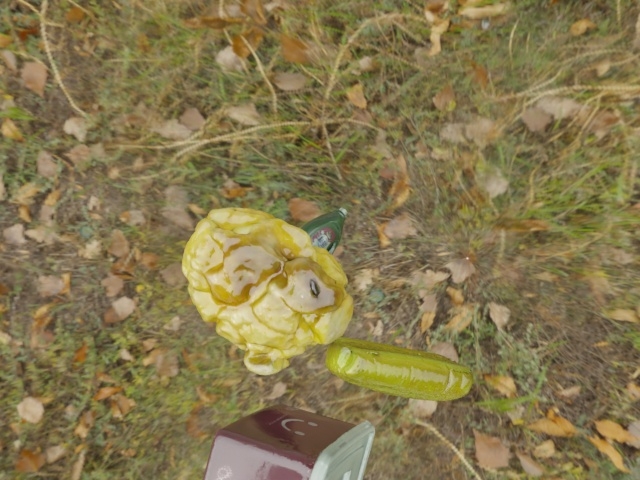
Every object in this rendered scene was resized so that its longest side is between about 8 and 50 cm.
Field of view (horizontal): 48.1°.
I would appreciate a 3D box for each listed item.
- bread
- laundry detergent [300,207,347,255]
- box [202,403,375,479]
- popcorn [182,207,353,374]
[{"bbox_3d":[0.191,0.322,1.742,0.383,0.166,0.112,14,93,-26],"label":"bread"},{"bbox_3d":[0.000,0.000,1.825,0.063,0.137,0.211,17,54,41],"label":"laundry detergent"},{"bbox_3d":[-0.047,0.345,1.018,0.167,0.294,0.193,13,90,18],"label":"box"},{"bbox_3d":[-0.056,0.053,0.800,0.194,0.140,0.163,22,129,17],"label":"popcorn"}]
